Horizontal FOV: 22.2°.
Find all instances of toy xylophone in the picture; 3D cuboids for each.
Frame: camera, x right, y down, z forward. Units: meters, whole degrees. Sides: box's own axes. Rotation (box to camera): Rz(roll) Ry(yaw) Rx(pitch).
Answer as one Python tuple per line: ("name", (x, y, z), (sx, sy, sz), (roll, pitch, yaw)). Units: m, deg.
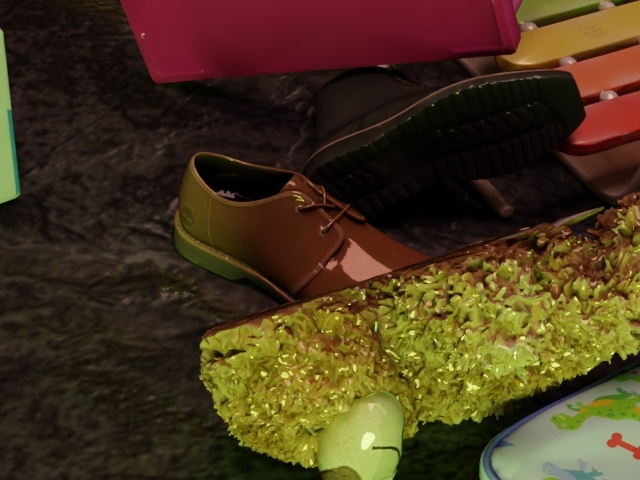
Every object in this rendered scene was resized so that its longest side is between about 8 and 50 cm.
("toy xylophone", (0.178, -0.124, 1.213), (0.236, 0.081, 0.323), (-23, 46, -29))

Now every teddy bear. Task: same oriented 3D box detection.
("teddy bear", (0.106, 0.052, 0.900), (0.338, 0.245, 0.113), (-18, 88, -22))

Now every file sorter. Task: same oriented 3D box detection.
("file sorter", (0.004, -0.256, 1.187), (0.291, 0.202, 0.182), (-2, 37, 26))

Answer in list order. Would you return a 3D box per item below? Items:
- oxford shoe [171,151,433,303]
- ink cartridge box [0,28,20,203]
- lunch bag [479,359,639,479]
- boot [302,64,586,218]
("oxford shoe", (0.000, 0.000, 1.049), (0.212, 0.076, 0.076), (19, 39, 14))
("ink cartridge box", (-0.286, -0.120, 1.115), (0.082, 0.139, 0.191), (-24, 46, -28))
("lunch bag", (0.193, 0.154, 0.816), (0.176, 0.090, 0.219), (-24, 37, -30))
("boot", (0.078, -0.099, 1.139), (0.198, 0.076, 0.137), (-16, 33, 10))
